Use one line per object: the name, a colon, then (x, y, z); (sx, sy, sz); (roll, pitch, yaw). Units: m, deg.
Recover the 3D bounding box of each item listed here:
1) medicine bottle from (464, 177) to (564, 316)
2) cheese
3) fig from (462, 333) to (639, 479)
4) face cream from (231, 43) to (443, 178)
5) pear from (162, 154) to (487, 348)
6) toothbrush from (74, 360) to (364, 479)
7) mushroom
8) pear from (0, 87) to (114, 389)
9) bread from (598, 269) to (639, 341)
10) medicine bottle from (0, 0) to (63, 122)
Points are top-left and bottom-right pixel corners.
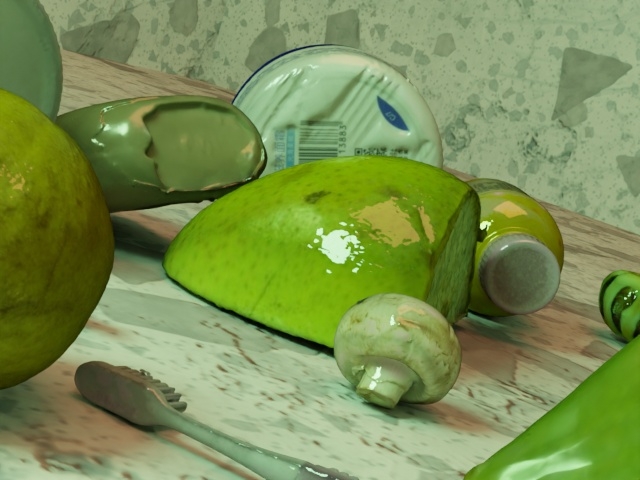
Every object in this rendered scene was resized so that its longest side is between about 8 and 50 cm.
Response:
medicine bottle: (0.170, 0.013, 1.262); (0.121, 0.122, 0.212); (16, 9, -6)
cheese: (-0.160, -0.068, 1.137); (0.175, 0.091, 0.202); (-7, 1, -34)
fig: (0.230, 0.122, 0.607); (0.314, 0.233, 0.233); (-31, 24, -12)
face cream: (0.010, -0.077, 1.253); (0.206, 0.206, 0.111); (15, 9, -10)
pear: (-0.001, -0.004, 1.070); (0.239, 0.139, 0.288); (7, 7, 14)
toothbrush: (0.025, 0.123, 0.613); (0.354, 0.024, 0.029); (21, 12, 29)
mushroom: (0.047, 0.073, 0.845); (0.083, 0.067, 0.083); (20, -27, 11)
pear: (-0.173, -0.001, 0.636); (0.148, 0.149, 0.162); (15, 13, -11)
bread: (0.345, 0.078, 1.346); (0.139, 0.071, 0.130); (18, 11, -1)
medicine bottle: (-0.342, -0.154, 1.030); (0.224, 0.224, 0.384); (11, 11, -31)
